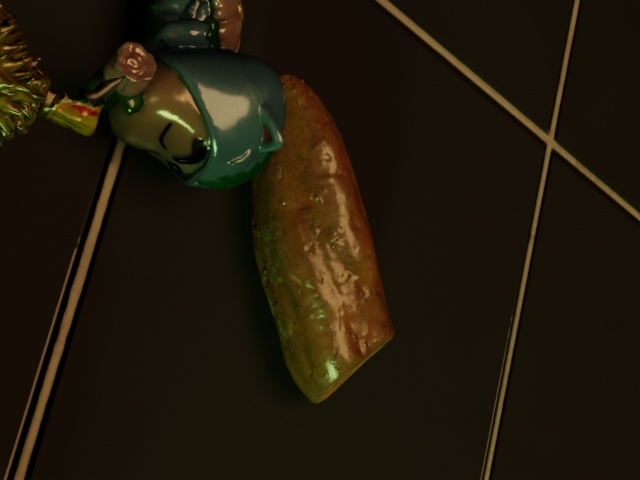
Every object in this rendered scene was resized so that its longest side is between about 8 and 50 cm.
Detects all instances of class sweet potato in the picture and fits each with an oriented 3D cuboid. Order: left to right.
[{"bbox_3d":[0.000,0.000,0.914,0.097,0.097,0.251,-20,105,-47],"label":"sweet potato"}]

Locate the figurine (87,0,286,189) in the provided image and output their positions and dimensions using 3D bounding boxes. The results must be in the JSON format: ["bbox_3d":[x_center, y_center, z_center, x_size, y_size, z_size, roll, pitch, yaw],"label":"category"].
[{"bbox_3d":[-0.100,-0.117,0.809,0.145,0.114,0.178,-10,84,-41],"label":"figurine"}]

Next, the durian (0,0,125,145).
[{"bbox_3d":[-0.229,-0.081,0.615,0.237,0.193,0.137,28,87,-27],"label":"durian"}]
